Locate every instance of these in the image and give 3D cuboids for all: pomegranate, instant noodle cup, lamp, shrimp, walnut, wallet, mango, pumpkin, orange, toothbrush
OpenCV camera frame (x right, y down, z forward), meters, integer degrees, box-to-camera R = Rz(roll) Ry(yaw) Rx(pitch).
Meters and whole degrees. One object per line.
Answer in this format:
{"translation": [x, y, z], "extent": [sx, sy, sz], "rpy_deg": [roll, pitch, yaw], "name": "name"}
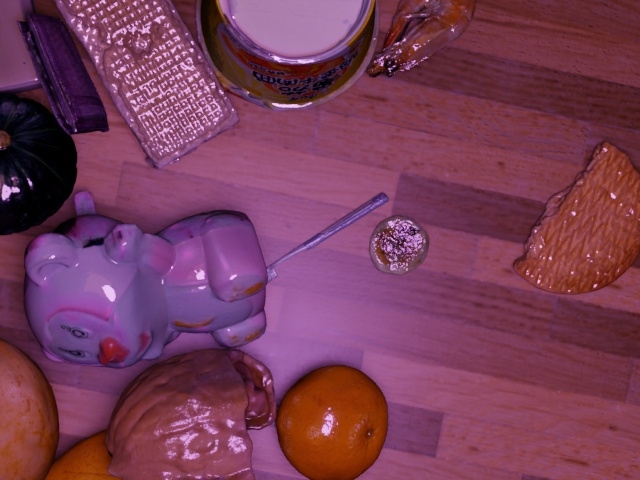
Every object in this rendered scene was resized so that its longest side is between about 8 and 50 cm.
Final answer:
{"translation": [-0.453, 0.235, 1.529], "extent": [0.260, 0.260, 0.261], "rpy_deg": [0, 88, -5], "name": "pomegranate"}
{"translation": [-0.036, -0.313, 1.603], "extent": [0.264, 0.200, 0.265], "rpy_deg": [0, 86, -5], "name": "instant noodle cup"}
{"translation": [-0.233, 0.037, 1.585], "extent": [0.301, 0.247, 0.247], "rpy_deg": [-11, 58, -11], "name": "lamp"}
{"translation": [0.134, -0.291, 1.698], "extent": [0.190, 0.042, 0.101], "rpy_deg": [-45, 71, -4], "name": "shrimp"}
{"translation": [-0.158, 0.214, 1.519], "extent": [0.204, 0.238, 0.141], "rpy_deg": [12, 124, 0], "name": "walnut"}
{"translation": [-0.332, -0.219, 1.621], "extent": [0.030, 0.111, 0.166], "rpy_deg": [-23, 91, 19], "name": "wallet"}
{"translation": [-0.235, 0.318, 1.600], "extent": [0.252, 0.126, 0.154], "rpy_deg": [0, 90, -2], "name": "mango"}
{"translation": [-0.407, -0.099, 1.583], "extent": [0.194, 0.150, 0.194], "rpy_deg": [-4, 68, 10], "name": "pumpkin"}
{"translation": [0.012, 0.241, 1.618], "extent": [0.136, 0.159, 0.159], "rpy_deg": [12, 86, 37], "name": "orange"}
{"translation": [0.000, 0.000, 1.684], "extent": [0.219, 0.016, 0.019], "rpy_deg": [-33, 92, -5], "name": "toothbrush"}

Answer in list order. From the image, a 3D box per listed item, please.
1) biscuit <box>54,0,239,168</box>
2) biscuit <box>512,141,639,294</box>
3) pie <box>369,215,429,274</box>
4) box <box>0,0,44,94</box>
{"translation": [-0.269, -0.304, 1.621], "extent": [0.144, 0.078, 0.426], "rpy_deg": [-32, 97, -5], "name": "biscuit"}
{"translation": [0.377, -0.015, 1.708], "extent": [0.144, 0.033, 0.224], "rpy_deg": [34, 86, -5], "name": "biscuit"}
{"translation": [0.107, 0.009, 1.692], "extent": [0.085, 0.017, 0.085], "rpy_deg": [0, 87, -4], "name": "pie"}
{"translation": [-0.436, -0.316, 1.642], "extent": [0.103, 0.055, 0.244], "rpy_deg": [-12, 89, -5], "name": "box"}
